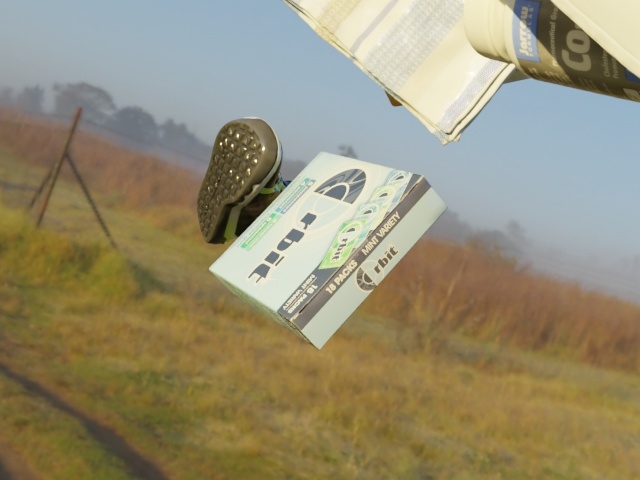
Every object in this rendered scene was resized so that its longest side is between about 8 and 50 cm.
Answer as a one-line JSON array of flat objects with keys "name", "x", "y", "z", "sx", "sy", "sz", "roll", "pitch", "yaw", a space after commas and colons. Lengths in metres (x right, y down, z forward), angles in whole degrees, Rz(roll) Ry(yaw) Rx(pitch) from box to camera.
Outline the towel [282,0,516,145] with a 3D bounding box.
[{"name": "towel", "x": 0.101, "y": -0.268, "z": 1.030, "sx": 0.285, "sy": 0.209, "sz": 0.034, "roll": 41, "pitch": 10, "yaw": -2}]

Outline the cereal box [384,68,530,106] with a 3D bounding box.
[{"name": "cereal box", "x": 0.171, "y": -0.259, "z": 1.177, "sx": 0.240, "sy": 0.047, "sz": 0.173, "roll": -9, "pitch": -43, "yaw": 24}]

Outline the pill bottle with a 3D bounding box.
[{"name": "pill bottle", "x": 0.150, "y": -0.120, "z": 0.522, "sx": 0.078, "sy": 0.078, "sz": 0.137, "roll": 21, "pitch": 3, "yaw": -45}]

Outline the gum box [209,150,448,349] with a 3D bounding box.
[{"name": "gum box", "x": 0.000, "y": 0.000, "z": 0.826, "sx": 0.041, "sy": 0.157, "sz": 0.184, "roll": 48, "pitch": -12, "yaw": -25}]

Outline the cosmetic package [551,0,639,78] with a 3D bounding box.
[{"name": "cosmetic package", "x": 0.236, "y": -0.295, "z": 0.334, "sx": 0.330, "sy": 0.393, "sz": 0.327, "roll": -3, "pitch": 35, "yaw": -14}]

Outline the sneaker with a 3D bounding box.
[{"name": "sneaker", "x": -0.066, "y": -0.066, "z": 1.031, "sx": 0.097, "sy": 0.084, "sz": 0.234, "roll": -7, "pitch": -17, "yaw": -22}]
